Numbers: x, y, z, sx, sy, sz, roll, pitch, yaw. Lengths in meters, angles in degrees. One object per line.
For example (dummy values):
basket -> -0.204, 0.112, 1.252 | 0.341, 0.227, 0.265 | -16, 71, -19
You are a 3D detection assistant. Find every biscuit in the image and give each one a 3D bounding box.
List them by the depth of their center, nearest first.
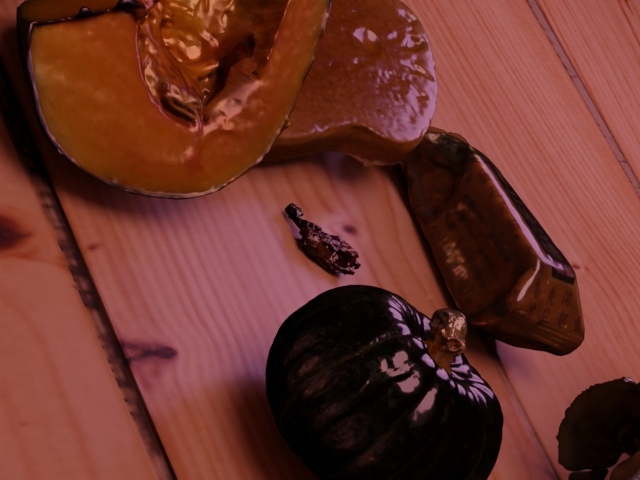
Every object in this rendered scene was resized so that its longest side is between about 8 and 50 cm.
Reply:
biscuit -> -0.041, -0.176, 1.455 | 0.343, 0.057, 0.287 | 26, 45, -22

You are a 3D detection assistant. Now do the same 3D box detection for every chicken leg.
chicken leg -> 0.001, 0.002, 1.381 | 0.083, 0.021, 0.036 | 37, 43, -15

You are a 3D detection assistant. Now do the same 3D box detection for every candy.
candy -> 0.152, -0.015, 1.525 | 0.143, 0.101, 0.271 | 22, 36, -48

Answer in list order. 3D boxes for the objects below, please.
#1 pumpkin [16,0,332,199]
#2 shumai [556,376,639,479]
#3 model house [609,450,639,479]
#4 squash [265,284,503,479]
pumpkin -> -0.120, -0.133, 1.279 | 0.312, 0.148, 0.169 | -23, 111, -33
shumai -> 0.407, 0.235, 1.403 | 0.348, 0.395, 0.395 | -24, 76, -35
model house -> 0.245, 0.305, 1.109 | 0.321, 0.266, 0.261 | 45, 22, 5
squash -> 0.048, 0.122, 1.194 | 0.193, 0.155, 0.193 | -20, 90, -76
